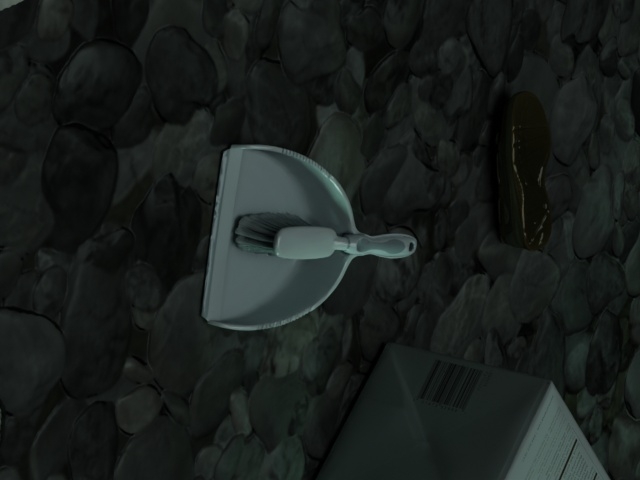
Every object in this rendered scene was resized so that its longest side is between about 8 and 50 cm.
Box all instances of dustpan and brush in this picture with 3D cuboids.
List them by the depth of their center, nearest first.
[{"bbox_3d":[0.000,0.000,1.545,0.211,0.060,0.147,0,100,-54],"label":"dustpan and brush"}]

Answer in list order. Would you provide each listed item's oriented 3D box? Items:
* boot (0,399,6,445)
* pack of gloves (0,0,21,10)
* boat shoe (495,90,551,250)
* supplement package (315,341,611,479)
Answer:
[{"bbox_3d":[-0.214,0.215,1.205,0.085,0.179,0.236,38,70,-52],"label":"boot"},{"bbox_3d":[-0.254,-0.219,1.141,0.195,0.046,0.232,-39,129,-43],"label":"pack of gloves"},{"bbox_3d":[0.187,-0.067,1.811,0.056,0.048,0.153,-20,110,-37],"label":"boat shoe"},{"bbox_3d":[0.148,0.253,1.724,0.175,0.177,0.293,-61,142,-23],"label":"supplement package"}]
